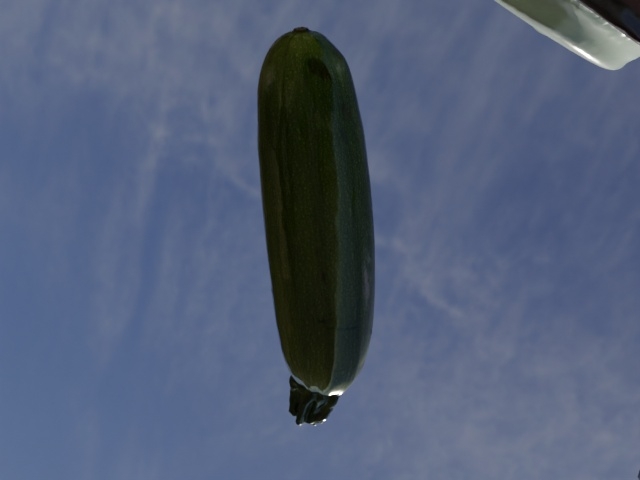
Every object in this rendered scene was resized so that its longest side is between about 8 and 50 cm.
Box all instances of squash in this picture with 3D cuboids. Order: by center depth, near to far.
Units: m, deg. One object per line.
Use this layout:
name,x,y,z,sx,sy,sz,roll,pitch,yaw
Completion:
squash,0.000,0.000,0.699,0.066,0.066,0.252,16,-63,47

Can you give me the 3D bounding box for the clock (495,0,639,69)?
clock,0.079,-0.124,0.456,0.056,0.244,0.244,-53,-124,17

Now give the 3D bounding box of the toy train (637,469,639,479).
toy train,0.192,0.067,0.327,0.137,0.225,0.090,46,-25,42
